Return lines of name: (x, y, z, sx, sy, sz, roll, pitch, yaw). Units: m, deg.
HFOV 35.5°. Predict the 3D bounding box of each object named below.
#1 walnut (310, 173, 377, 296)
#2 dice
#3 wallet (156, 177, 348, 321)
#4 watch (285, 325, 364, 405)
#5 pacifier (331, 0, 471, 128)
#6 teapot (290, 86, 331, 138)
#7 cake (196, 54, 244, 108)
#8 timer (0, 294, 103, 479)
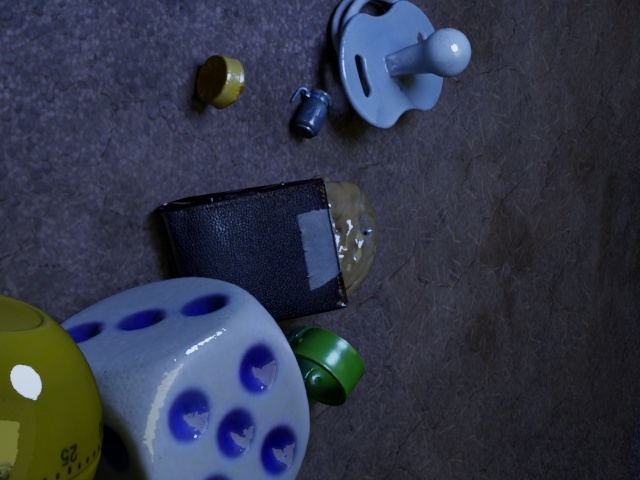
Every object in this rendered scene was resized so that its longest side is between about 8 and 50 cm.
walnut: (0.000, 0.000, 1.675, 0.198, 0.198, 0.245, 46, 40, -41)
dice: (-0.211, 0.245, 1.408, 0.304, 0.277, 0.304, -31, 119, -44)
wallet: (-0.102, 0.024, 1.549, 0.071, 0.262, 0.221, -78, 158, -73)
watch: (0.008, 0.226, 1.747, 0.131, 0.152, 0.165, -52, 128, -36)
pacifier: (0.165, -0.339, 1.801, 0.299, 0.233, 0.244, -30, 113, -44)
teapot: (-0.022, -0.224, 1.749, 0.049, 0.063, 0.083, 83, 27, -64)
cake: (-0.155, -0.248, 1.560, 0.044, 0.084, 0.084, 14, 84, -47)
timer: (-0.422, 0.257, 1.122, 0.376, 0.376, 0.387, 1, 106, -49)
